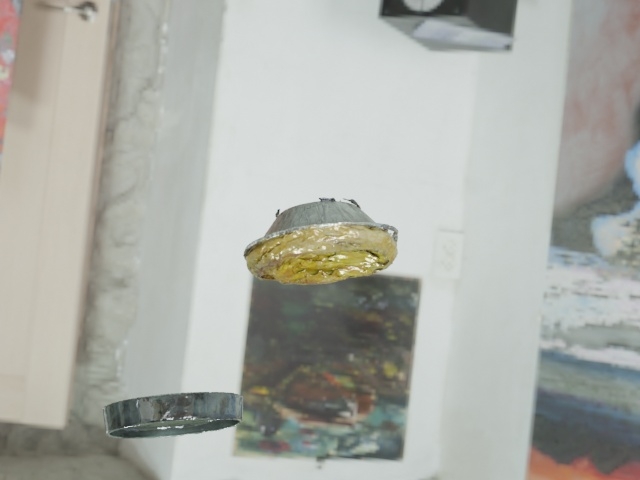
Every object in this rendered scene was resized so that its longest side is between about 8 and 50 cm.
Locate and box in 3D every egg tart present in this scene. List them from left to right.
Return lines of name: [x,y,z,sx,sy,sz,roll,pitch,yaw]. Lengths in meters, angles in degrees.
egg tart: [0.000,0.000,1.536,0.234,0.094,0.234,-7,163,-2]

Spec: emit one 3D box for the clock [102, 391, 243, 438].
clock: [-0.224,0.269,1.594,0.215,0.041,0.215,-6,164,-2]
